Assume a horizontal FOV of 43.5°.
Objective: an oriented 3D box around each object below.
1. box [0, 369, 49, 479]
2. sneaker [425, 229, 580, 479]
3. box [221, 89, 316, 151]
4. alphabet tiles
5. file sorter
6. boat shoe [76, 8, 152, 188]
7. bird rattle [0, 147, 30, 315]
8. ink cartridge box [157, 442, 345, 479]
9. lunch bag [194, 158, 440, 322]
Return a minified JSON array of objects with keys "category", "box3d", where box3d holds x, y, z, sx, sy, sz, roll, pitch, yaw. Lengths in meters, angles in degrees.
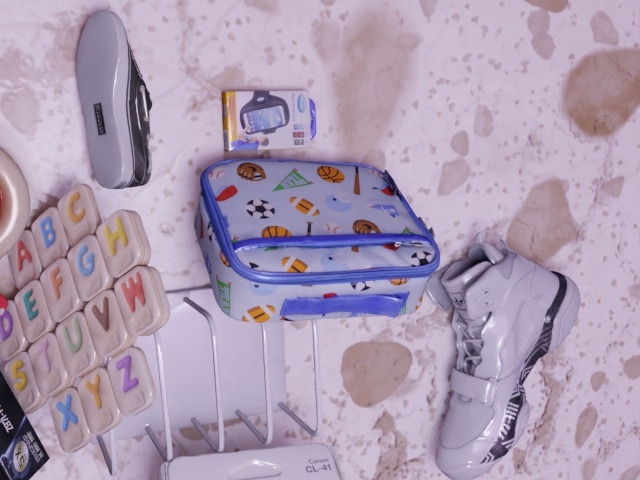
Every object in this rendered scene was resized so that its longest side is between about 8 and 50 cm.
[{"category":"box","box3d":[-0.434,0.237,0.929,0.180,0.077,0.147,-22,99,15]},{"category":"sneaker","box3d":[0.233,0.166,1.220,0.210,0.137,0.366,36,78,-22]},{"category":"box","box3d":[-0.066,-0.165,1.104,0.136,0.028,0.081,-5,99,-20]},{"category":"alphabet tiles","box3d":[-0.286,0.088,0.924,0.021,0.284,0.278,6,57,-54]},{"category":"file sorter","box3d":[-0.155,0.171,1.037,0.277,0.173,0.193,-6,99,-21]},{"category":"boat shoe","box3d":[-0.253,-0.174,1.008,0.070,0.078,0.219,-11,100,-56]},{"category":"bird rattle","box3d":[-0.429,-0.021,0.920,0.207,0.143,0.253,-43,113,-19]},{"category":"ink cartridge box","box3d":[-0.106,0.409,1.037,0.226,0.131,0.306,-2,135,-21]},{"category":"lunch bag","box3d":[0.000,0.000,1.033,0.303,0.243,0.115,-2,131,-23]}]
